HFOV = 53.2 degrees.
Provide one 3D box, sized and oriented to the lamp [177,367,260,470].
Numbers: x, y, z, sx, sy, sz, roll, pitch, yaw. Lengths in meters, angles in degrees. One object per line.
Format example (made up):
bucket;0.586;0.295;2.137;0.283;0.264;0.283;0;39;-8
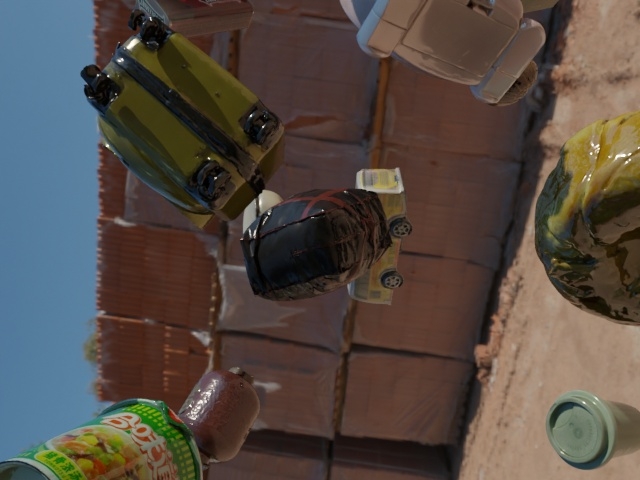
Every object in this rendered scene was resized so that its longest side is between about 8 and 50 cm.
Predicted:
lamp;-0.247;0.418;1.527;0.180;0.180;0.258;98;-163;-49

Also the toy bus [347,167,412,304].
toy bus;0.102;-0.001;1.160;0.092;0.106;0.268;-91;3;-51

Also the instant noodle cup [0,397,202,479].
instant noodle cup;-0.290;0.311;0.787;0.233;0.207;0.207;15;-97;-70

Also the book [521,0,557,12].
book;0.570;-0.647;1.511;0.026;0.201;0.289;64;152;15

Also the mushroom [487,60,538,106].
mushroom;0.412;-0.340;1.385;0.126;0.085;0.109;-36;28;44

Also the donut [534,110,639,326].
donut;0.479;-0.030;0.871;0.360;0.360;0.170;98;-175;-49

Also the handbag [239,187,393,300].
handbag;0.000;0.000;0.966;0.215;0.169;0.155;-27;-77;-61

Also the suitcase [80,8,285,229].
suitcase;-0.146;-0.116;0.707;0.143;0.194;0.235;-50;-1;-5

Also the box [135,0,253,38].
box;-0.262;-0.488;1.349;0.224;0.120;0.069;-24;-24;-40

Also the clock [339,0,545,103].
clock;0.176;-0.406;1.074;0.184;0.342;0.325;-54;34;28

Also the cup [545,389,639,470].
cup;0.441;0.298;1.012;0.120;0.141;0.120;-18;68;52

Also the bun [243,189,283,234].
bun;-0.142;-0.051;1.753;0.173;0.120;0.172;-175;90;-70
